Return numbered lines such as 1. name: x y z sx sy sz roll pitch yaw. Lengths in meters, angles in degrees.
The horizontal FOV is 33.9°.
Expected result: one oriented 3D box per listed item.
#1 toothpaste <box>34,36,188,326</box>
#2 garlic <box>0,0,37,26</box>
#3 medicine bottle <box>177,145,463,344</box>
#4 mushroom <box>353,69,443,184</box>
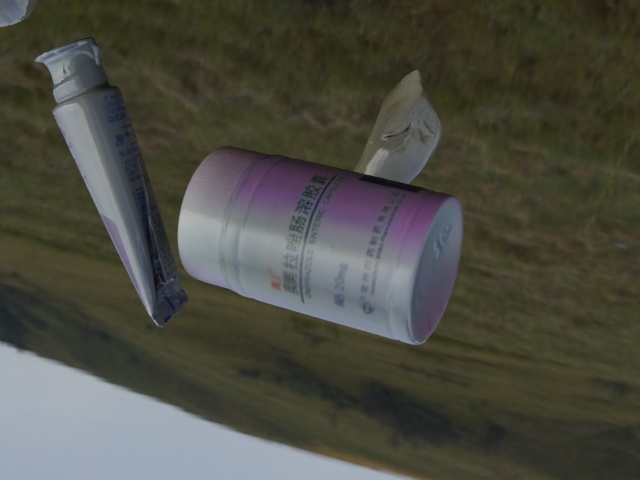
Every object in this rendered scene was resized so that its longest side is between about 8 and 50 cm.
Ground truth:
1. toothpaste: -0.209 -0.059 1.092 0.073 0.299 0.114 -19 -172 10
2. garlic: -0.361 -0.371 1.284 0.143 0.229 0.178 8 -179 7
3. medicine bottle: 0.000 0.000 1.052 0.254 0.152 0.152 14 -179 22
4. mushroom: 0.111 -0.136 1.605 0.108 0.247 0.096 33 -164 4
